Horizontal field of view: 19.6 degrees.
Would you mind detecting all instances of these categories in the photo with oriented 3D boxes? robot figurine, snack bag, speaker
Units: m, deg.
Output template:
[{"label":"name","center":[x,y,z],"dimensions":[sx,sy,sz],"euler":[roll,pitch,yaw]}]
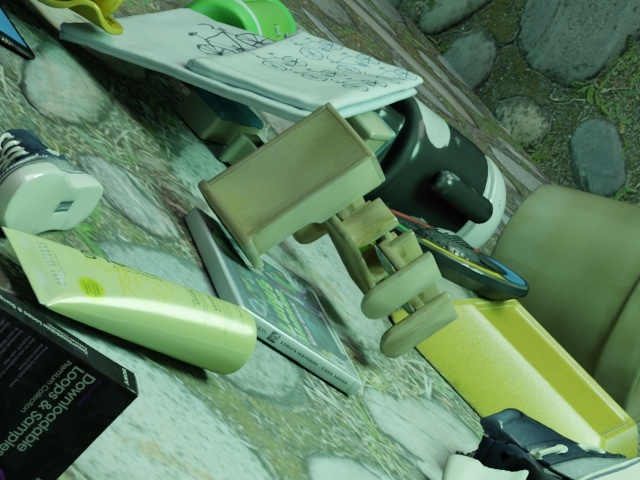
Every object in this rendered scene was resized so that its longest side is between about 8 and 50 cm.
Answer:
[{"label":"robot figurine","center":[0.127,-0.085,2.528],"dimensions":[0.278,0.173,0.209],"euler":[35,33,-33]},{"label":"snack bag","center":[-0.085,-0.214,2.158],"dimensions":[0.342,0.037,0.323],"euler":[21,18,19]},{"label":"speaker","center":[-0.113,-0.269,2.484],"dimensions":[0.131,0.131,0.296],"euler":[44,13,2]}]

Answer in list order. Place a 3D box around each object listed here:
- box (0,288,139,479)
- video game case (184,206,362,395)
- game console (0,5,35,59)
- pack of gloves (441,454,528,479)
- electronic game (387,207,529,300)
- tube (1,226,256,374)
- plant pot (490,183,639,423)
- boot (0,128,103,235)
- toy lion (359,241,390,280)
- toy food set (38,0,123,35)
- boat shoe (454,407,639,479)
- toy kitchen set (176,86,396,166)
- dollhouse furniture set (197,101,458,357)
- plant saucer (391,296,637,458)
[{"label":"box","center":[-0.205,0.085,1.098],"dimensions":[0.162,0.116,0.029],"euler":[35,17,-30]},{"label":"video game case","center":[-0.048,0.059,1.862],"dimensions":[0.173,0.022,0.190],"euler":[34,16,-33]},{"label":"game console","center":[-0.341,-0.274,1.916],"dimensions":[0.085,0.124,0.144],"euler":[-5,44,-37]},{"label":"pack of gloves","center":[0.198,0.248,1.691],"dimensions":[0.195,0.046,0.232],"euler":[8,20,9]},{"label":"electronic game","center":[0.158,0.013,2.331],"dimensions":[0.229,0.048,0.229],"euler":[26,8,-4]},{"label":"tube","center":[-0.151,0.052,1.503],"dimensions":[0.070,0.062,0.240],"euler":[-1,-17,44]},{"label":"plant pot","center":[0.399,0.063,2.659],"dimensions":[0.280,0.323,0.323],"euler":[31,8,20]},{"label":"boot","center":[-0.251,-0.052,1.538],"dimensions":[0.086,0.069,0.190],"euler":[38,4,10]},{"label":"toy lion","center":[0.062,0.010,2.341],"dimensions":[0.096,0.034,0.100],"euler":[45,11,-25]},{"label":"toy food set","center":[-0.297,-0.305,2.049],"dimensions":[0.218,0.071,0.128],"euler":[32,11,21]},{"label":"boat shoe","center":[0.261,0.244,1.972],"dimensions":[0.158,0.127,0.340],"euler":[42,11,21]},{"label":"toy kitchen set","center":[-0.031,-0.137,2.212],"dimensions":[0.207,0.166,0.122],"euler":[48,14,18]},{"label":"dollhouse furniture set","center":[0.000,0.000,1.950],"dimensions":[0.212,0.161,0.242],"euler":[52,-8,40]},{"label":"plant saucer","center":[0.265,0.180,2.294],"dimensions":[0.333,0.081,0.333],"euler":[46,13,14]}]
